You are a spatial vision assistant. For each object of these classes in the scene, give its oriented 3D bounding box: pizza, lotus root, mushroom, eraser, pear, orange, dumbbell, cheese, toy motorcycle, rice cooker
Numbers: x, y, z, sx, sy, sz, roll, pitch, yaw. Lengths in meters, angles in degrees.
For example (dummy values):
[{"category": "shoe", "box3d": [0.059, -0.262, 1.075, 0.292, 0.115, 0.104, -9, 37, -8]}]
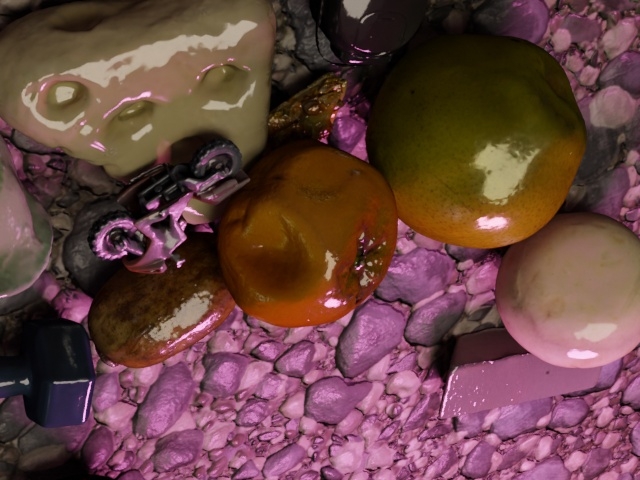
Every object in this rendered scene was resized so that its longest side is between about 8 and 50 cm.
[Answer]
[{"category": "pizza", "box3d": [-0.030, -0.140, 1.881, 0.134, 0.046, 0.175, -15, 141, -55]}, {"category": "lotus root", "box3d": [-0.191, 0.070, 1.909, 0.260, 0.145, 0.128, -36, 141, -1]}, {"category": "mushroom", "box3d": [0.392, 0.075, 2.206, 0.246, 0.246, 0.202, -36, 175, -1]}, {"category": "eraser", "box3d": [0.338, 0.197, 2.343, 0.352, 0.077, 0.111, -8, 129, -24]}, {"category": "pear", "box3d": [0.198, -0.130, 1.900, 0.294, 0.294, 0.294, -15, 129, -19]}, {"category": "orange", "box3d": [0.000, 0.000, 1.823, 0.249, 0.183, 0.249, -35, 143, -32]}, {"category": "dumbbell", "box3d": [-0.454, 0.181, 1.850, 0.316, 0.156, 0.143, -4, 154, -26]}, {"category": "cheese", "box3d": [-0.217, -0.143, 1.752, 0.351, 0.130, 0.328, -17, 134, -12]}, {"category": "toy motorcycle", "box3d": [-0.177, -0.035, 1.733, 0.212, 0.084, 0.118, -36, 138, -5]}, {"category": "rice cooker", "box3d": [0.059, -0.312, 1.783, 0.142, 0.118, 0.203, -1, 123, -29]}]

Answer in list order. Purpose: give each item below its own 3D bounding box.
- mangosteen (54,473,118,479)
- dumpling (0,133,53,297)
[{"category": "mangosteen", "box3d": [-0.346, 0.483, 2.041, 0.293, 0.297, 0.297, -6, 127, -5]}, {"category": "dumpling", "box3d": [-0.471, -0.039, 1.650, 0.320, 0.212, 0.270, -7, 90, -13]}]
